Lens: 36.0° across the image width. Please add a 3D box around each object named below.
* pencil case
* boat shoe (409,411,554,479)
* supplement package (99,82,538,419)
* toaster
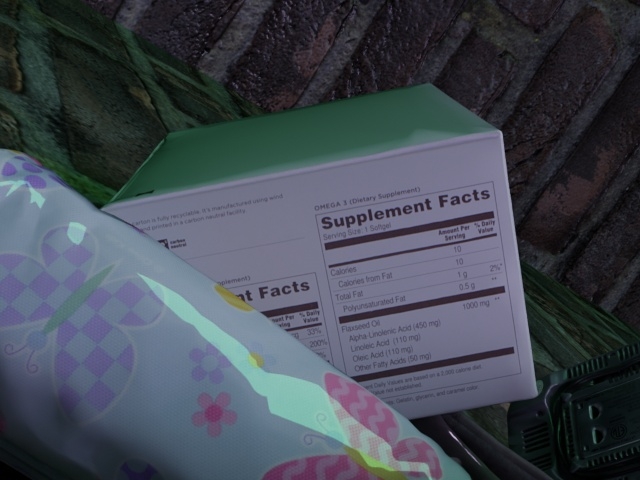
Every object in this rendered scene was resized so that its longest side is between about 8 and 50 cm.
[{"bbox_3d":[-0.070,0.077,0.426,0.273,0.124,0.113,36,-17,6],"label":"pencil case"},{"bbox_3d":[0.156,0.192,0.613,0.335,0.095,0.112,29,12,-22],"label":"boat shoe"},{"bbox_3d":[0.000,0.000,0.615,0.204,0.145,0.262,-11,15,1],"label":"supplement package"},{"bbox_3d":[0.262,0.158,0.731,0.146,0.227,0.129,45,31,-31],"label":"toaster"}]
